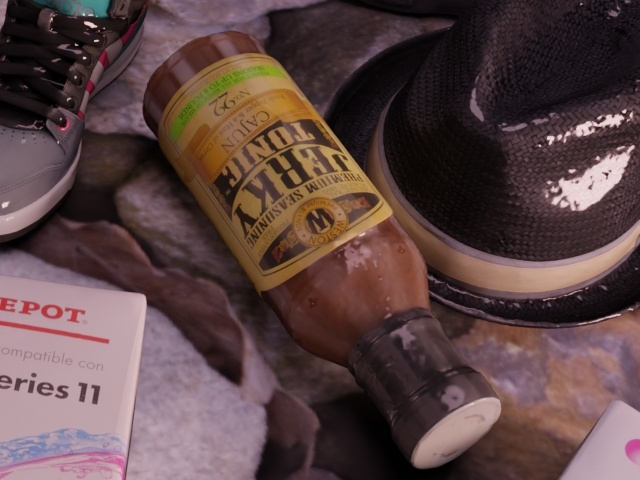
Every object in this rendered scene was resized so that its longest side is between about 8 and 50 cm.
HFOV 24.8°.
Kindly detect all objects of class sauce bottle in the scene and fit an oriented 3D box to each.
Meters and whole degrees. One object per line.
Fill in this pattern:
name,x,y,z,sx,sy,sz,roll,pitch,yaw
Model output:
sauce bottle,0.000,0.000,0.989,0.111,0.111,0.344,-20,56,-29

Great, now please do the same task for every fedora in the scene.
fedora,0.162,-0.097,1.089,0.334,0.152,0.334,7,47,-8

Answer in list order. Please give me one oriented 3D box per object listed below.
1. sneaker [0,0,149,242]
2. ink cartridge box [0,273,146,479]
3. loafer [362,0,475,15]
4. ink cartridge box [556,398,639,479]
sneaker,-0.188,-0.150,1.027,0.123,0.178,0.295,17,47,1
ink cartridge box,-0.213,0.128,0.813,0.207,0.119,0.353,8,48,-7
loafer,0.097,-0.255,1.263,0.302,0.109,0.095,17,29,-8
ink cartridge box,0.231,0.288,0.821,0.324,0.071,0.330,32,48,13
